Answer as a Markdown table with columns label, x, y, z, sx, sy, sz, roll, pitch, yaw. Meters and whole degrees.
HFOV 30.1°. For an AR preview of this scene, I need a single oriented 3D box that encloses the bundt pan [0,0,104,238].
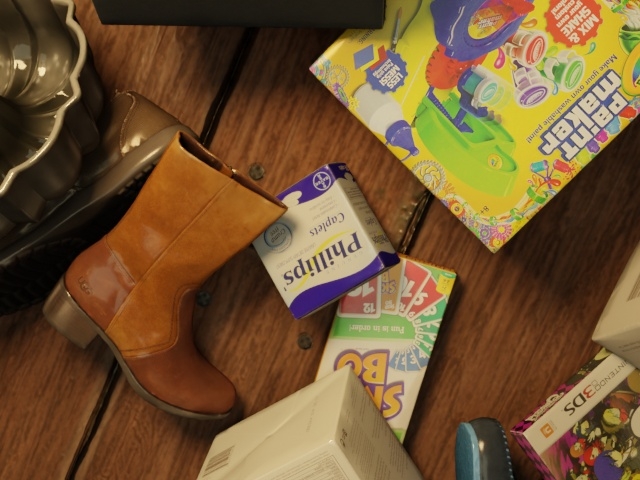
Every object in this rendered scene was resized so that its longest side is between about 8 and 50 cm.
| label | x | y | z | sx | sy | sz | roll | pitch | yaw |
| --- | --- | --- | --- | --- | --- | --- | --- | --- | --- |
| bundt pan | -0.378 | -0.129 | 1.298 | 0.331 | 0.124 | 0.331 | -8 | 59 | 15 |

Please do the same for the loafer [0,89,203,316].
| label | x | y | z | sx | sy | sz | roll | pitch | yaw |
| --- | --- | --- | --- | --- | --- | --- | --- | --- | --- |
| loafer | -0.309 | -0.041 | 1.380 | 0.366 | 0.134 | 0.130 | -35 | 69 | -2 |

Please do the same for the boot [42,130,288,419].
| label | x | y | z | sx | sy | sz | roll | pitch | yaw |
| --- | --- | --- | --- | --- | --- | --- | --- | --- | --- |
| boot | -0.134 | 0.048 | 1.355 | 0.264 | 0.096 | 0.280 | 40 | 109 | -9 |

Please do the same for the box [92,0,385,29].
| label | x | y | z | sx | sy | sz | roll | pitch | yaw |
| --- | --- | --- | --- | --- | --- | --- | --- | --- | --- |
| box | -0.073 | -0.429 | 1.171 | 0.293 | 0.212 | 0.395 | 2 | 67 | 2 |

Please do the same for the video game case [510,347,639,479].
| label | x | y | z | sx | sy | sz | roll | pitch | yaw |
| --- | --- | --- | --- | --- | --- | --- | --- | --- | --- |
| video game case | 0.365 | 0.247 | 1.385 | 0.210 | 0.042 | 0.232 | -37 | 96 | -17 |

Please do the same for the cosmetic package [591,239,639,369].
| label | x | y | z | sx | sy | sz | roll | pitch | yaw |
| --- | --- | --- | --- | --- | --- | --- | --- | --- | --- |
| cosmetic package | 0.513 | 0.132 | 1.304 | 0.365 | 0.197 | 0.155 | 32 | 72 | -4 |

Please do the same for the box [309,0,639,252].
| label | x | y | z | sx | sy | sz | roll | pitch | yaw |
| --- | --- | --- | --- | --- | --- | --- | --- | --- | --- |
| box | 0.188 | -0.194 | 1.296 | 0.279 | 0.177 | 0.290 | 44 | 98 | -5 |

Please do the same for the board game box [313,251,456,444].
| label | x | y | z | sx | sy | sz | roll | pitch | yaw |
| --- | --- | --- | --- | --- | --- | --- | --- | --- | --- |
| board game box | 0.065 | 0.142 | 1.425 | 0.124 | 0.039 | 0.259 | 17 | 102 | 1 |

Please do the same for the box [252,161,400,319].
| label | x | y | z | sx | sy | sz | roll | pitch | yaw |
| --- | --- | --- | --- | --- | --- | --- | --- | --- | --- |
| box | 0.000 | 0.000 | 1.365 | 0.126 | 0.072 | 0.137 | -31 | 86 | 17 |

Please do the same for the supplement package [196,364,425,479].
| label | x | y | z | sx | sy | sz | roll | pitch | yaw |
| --- | --- | --- | --- | --- | --- | --- | --- | --- | --- |
| supplement package | 0.011 | 0.325 | 1.348 | 0.198 | 0.199 | 0.263 | -29 | 102 | 15 |

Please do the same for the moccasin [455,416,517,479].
| label | x | y | z | sx | sy | sz | roll | pitch | yaw |
| --- | --- | --- | --- | --- | --- | --- | --- | --- | --- |
| moccasin | 0.232 | 0.358 | 1.416 | 0.117 | 0.138 | 0.342 | -10 | 112 | 0 |
